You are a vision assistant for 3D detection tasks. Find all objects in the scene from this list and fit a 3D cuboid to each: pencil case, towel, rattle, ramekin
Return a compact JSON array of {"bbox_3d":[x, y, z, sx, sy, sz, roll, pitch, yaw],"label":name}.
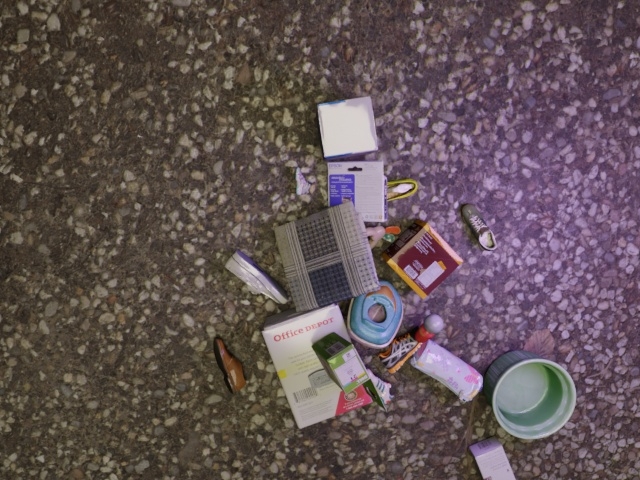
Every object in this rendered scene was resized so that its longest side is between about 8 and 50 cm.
[{"bbox_3d":[0.458,0.474,1.820,0.273,0.113,0.124,36,73,-6],"label":"pencil case"},{"bbox_3d":[0.019,0.054,1.692,0.312,0.056,0.324,-18,81,16],"label":"towel"},{"bbox_3d":[0.163,-0.035,1.779,0.200,0.143,0.130,-29,131,-13],"label":"rattle"},{"bbox_3d":[0.756,0.555,1.827,0.303,0.148,0.303,0,98,-3],"label":"ramekin"}]

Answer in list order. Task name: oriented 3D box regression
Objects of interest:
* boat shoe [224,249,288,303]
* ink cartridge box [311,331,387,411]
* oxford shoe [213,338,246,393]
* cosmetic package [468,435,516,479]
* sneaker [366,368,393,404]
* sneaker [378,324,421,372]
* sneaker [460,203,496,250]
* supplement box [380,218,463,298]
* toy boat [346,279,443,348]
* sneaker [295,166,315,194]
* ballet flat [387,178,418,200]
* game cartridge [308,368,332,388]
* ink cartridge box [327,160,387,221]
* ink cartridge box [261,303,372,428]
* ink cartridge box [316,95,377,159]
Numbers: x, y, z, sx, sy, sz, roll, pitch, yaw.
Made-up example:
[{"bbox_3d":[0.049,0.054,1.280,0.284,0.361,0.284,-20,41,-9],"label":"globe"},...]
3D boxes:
[{"bbox_3d":[-0.227,0.147,1.766,0.258,0.095,0.084,43,99,3],"label":"boat shoe"},{"bbox_3d":[0.091,0.442,1.597,0.097,0.189,0.255,-30,100,-13],"label":"ink cartridge box"},{"bbox_3d":[-0.334,0.449,1.819,0.076,0.076,0.212,-24,97,-29],"label":"oxford shoe"},{"bbox_3d":[0.671,0.886,1.904,0.117,0.085,0.231,-24,97,2],"label":"cosmetic package"},{"bbox_3d":[0.219,0.539,1.857,0.075,0.057,0.161,-28,97,-15],"label":"sneaker"},{"bbox_3d":[0.302,0.387,1.821,0.083,0.084,0.215,41,93,2],"label":"sneaker"},{"bbox_3d":[0.572,-0.044,1.765,0.064,0.086,0.192,-30,98,2],"label":"sneaker"},{"bbox_3d":[0.354,0.061,1.748,0.194,0.129,0.191,-44,99,4],"label":"supplement box"},{"bbox_3d":[0.257,0.260,1.715,0.318,0.148,0.267,21,53,-1],"label":"toy boat"},{"bbox_3d":[-0.053,-0.210,1.744,0.069,0.038,0.098,-3,108,-3],"label":"sneaker"},{"bbox_3d":[0.232,-0.171,1.738,0.231,0.077,0.077,-13,97,0],"label":"ballet flat"},{"bbox_3d":[0.003,0.468,1.688,0.083,0.017,0.056,-18,103,-2],"label":"game cartridge"},{"bbox_3d":[0.126,-0.170,1.710,0.206,0.045,0.208,3,102,24],"label":"ink cartridge box"},{"bbox_3d":[-0.013,0.423,1.771,0.279,0.160,0.384,-19,99,-1],"label":"ink cartridge box"},{"bbox_3d":[0.080,-0.359,1.627,0.171,0.232,0.168,-9,96,-1],"label":"ink cartridge box"}]
